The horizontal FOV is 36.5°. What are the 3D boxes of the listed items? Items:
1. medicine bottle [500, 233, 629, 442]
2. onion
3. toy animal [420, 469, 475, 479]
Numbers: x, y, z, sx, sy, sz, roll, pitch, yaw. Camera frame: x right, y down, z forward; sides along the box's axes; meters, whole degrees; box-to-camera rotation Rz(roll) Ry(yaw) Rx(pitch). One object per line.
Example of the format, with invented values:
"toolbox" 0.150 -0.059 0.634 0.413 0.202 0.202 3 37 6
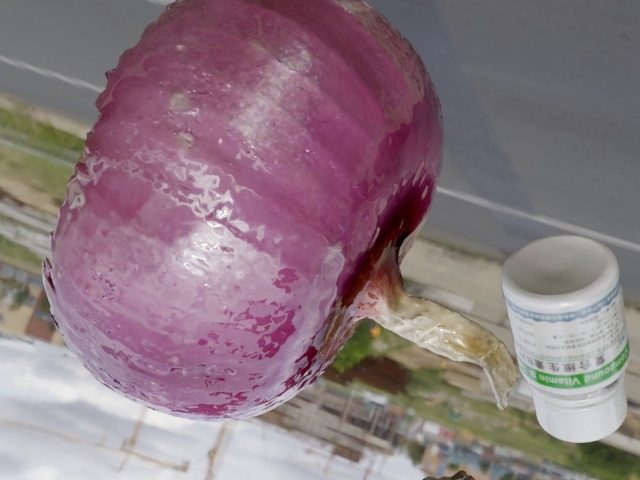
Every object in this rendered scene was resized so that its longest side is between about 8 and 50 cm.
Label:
"medicine bottle" 0.301 0.122 1.175 0.139 0.139 0.237 15 134 39
"onion" -0.030 -0.026 0.742 0.344 0.358 0.358 7 168 25
"toy animal" 0.099 0.376 1.164 0.097 0.312 0.157 57 150 -2
